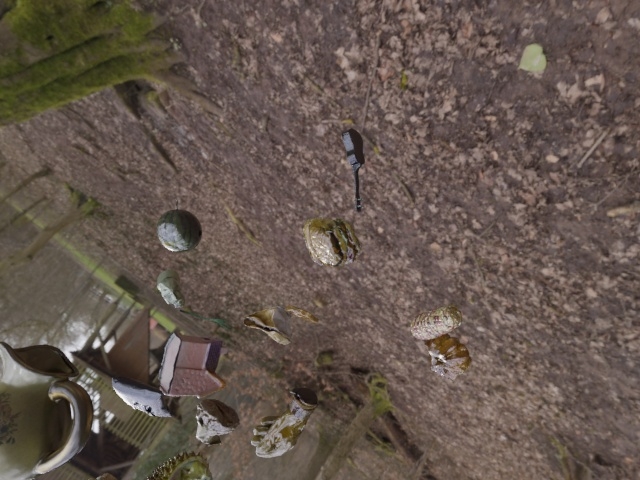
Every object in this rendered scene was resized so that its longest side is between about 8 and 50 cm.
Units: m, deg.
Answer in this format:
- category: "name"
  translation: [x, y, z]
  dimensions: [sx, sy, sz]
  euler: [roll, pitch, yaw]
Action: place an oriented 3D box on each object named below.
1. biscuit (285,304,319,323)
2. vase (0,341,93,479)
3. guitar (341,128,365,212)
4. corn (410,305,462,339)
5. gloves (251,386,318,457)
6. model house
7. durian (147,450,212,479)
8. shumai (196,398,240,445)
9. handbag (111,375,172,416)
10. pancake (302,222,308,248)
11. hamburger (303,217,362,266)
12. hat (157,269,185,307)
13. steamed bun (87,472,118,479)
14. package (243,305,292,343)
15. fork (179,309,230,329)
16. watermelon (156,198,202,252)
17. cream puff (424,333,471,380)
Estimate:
- category: "biscuit"
  translation: [-0.095, 0.370, 2.054]
  dimensions: [0.185, 0.035, 0.249]
  euler: [19, 165, 13]
- category: "vase"
  translation: [-0.702, 0.431, 1.004]
  dimensions: [0.330, 0.301, 0.241]
  euler: [9, 163, 17]
- category: "guitar"
  translation: [0.114, -0.220, 1.274]
  dimensions: [0.038, 0.270, 0.084]
  euler: [-14, 167, 37]
- category: "corn"
  translation: [0.393, 0.278, 1.376]
  dimensions: [0.098, 0.098, 0.289]
  euler: [31, 156, 4]
- category: "gloves"
  translation: [-0.134, 0.703, 1.530]
  dimensions: [0.141, 0.331, 0.154]
  euler: [33, -166, -17]
- category: "model house"
  translation: [-0.528, 0.522, 1.715]
  dimensions: [0.238, 0.236, 0.202]
  euler: [16, 169, -30]
- category: "durian"
  translation: [-0.471, 0.831, 1.391]
  dimensions: [0.166, 0.172, 0.306]
  euler: [52, 173, 39]
- category: "shumai"
  translation: [-0.466, 0.805, 1.762]
  dimensions: [0.206, 0.175, 0.166]
  euler: [17, 168, 41]
- category: "handbag"
  translation: [-0.793, 0.703, 1.811]
  dimensions: [0.255, 0.088, 0.210]
  euler: [12, 131, 12]
- category: "pancake"
  translation: [-0.001, 0.001, 1.709]
  dimensions: [0.199, 0.021, 0.199]
  euler: [22, 131, 29]
- category: "hamburger"
  translation: [0.029, 0.011, 1.403]
  dimensions: [0.206, 0.130, 0.183]
  euler: [1, 117, 39]
- category: "hat"
  translation: [-0.616, 0.191, 1.696]
  dimensions: [0.123, 0.166, 0.081]
  euler: [21, 126, -32]
- category: "steamed bun"
  translation: [-0.683, 0.798, 1.154]
  dimensions: [0.428, 0.190, 0.246]
  euler: [-1, 112, 60]
- category: "package"
  translation: [-0.271, 0.501, 2.304]
  dimensions: [0.311, 0.222, 0.164]
  euler: [61, -170, -66]
- category: "fork"
  translation: [-0.503, 0.340, 1.768]
  dimensions: [0.236, 0.039, 0.021]
  euler: [19, 124, -3]
- category: "watermelon"
  translation: [-0.348, -0.036, 0.994]
  dimensions: [0.105, 0.105, 0.132]
  euler: [-2, 98, 53]
- category: "cream puff"
  translation: [0.629, 0.576, 1.994]
  dimensions: [0.241, 0.155, 0.268]
  euler: [35, 138, 56]
